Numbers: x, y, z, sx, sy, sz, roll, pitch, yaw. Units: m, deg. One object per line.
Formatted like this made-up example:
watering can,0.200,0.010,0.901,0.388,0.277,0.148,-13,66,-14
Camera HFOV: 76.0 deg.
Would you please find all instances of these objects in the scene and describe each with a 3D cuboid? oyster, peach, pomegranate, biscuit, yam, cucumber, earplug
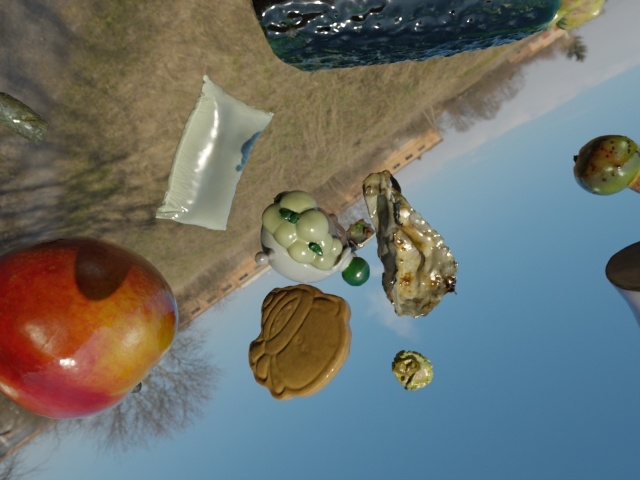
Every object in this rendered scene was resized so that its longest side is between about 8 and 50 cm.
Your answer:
oyster,0.178,0.007,0.910,0.198,0.336,0.133,-31,-166,-35
peach,-0.501,0.163,0.843,0.389,0.388,0.388,-35,-174,4
pomegranate,0.744,-0.178,1.029,0.159,0.205,0.159,-41,153,-26
biscuit,-0.073,0.265,1.120,0.352,0.057,0.311,19,-102,46
yam,-0.973,-0.394,1.315,0.107,0.183,0.107,-31,-141,29
cucumber,0.068,-0.173,0.309,0.242,0.074,0.074,-7,-176,-5
earplug,0.671,0.157,0.754,0.173,0.301,0.172,-29,-164,9

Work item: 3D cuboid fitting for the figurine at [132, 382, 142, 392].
figurine,-0.571,0.287,1.082,0.167,0.256,0.192,-16,159,31

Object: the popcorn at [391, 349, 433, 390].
popcorn,0.320,0.449,1.429,0.125,0.145,0.126,-53,175,26

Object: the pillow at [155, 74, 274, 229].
pillow,-0.183,-0.138,0.719,0.078,0.144,0.253,39,-71,47

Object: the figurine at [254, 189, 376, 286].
figurine,0.001,-0.001,0.471,0.093,0.147,0.197,-53,159,17

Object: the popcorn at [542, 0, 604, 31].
popcorn,0.216,-0.245,0.355,0.089,0.097,0.109,-24,136,-26
